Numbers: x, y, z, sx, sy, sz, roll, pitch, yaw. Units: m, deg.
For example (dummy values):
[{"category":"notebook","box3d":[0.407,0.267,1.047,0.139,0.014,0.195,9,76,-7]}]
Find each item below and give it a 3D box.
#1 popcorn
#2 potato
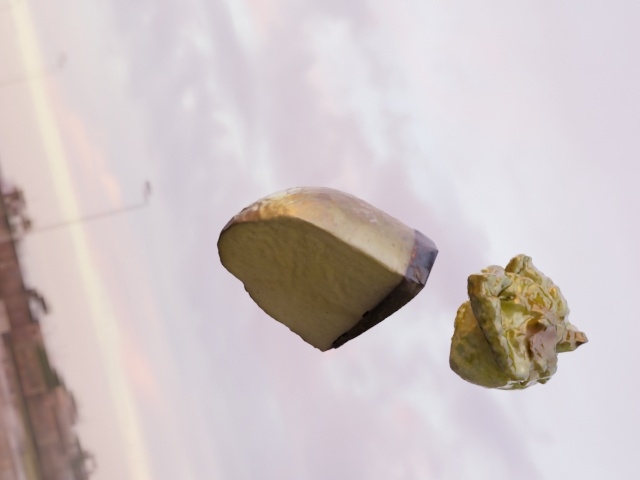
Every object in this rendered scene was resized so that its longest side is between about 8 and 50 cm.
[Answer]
[{"category":"popcorn","box3d":[0.093,0.045,0.822,0.059,0.068,0.083,53,1,31]},{"category":"potato","box3d":[0.000,0.000,0.942,0.096,0.103,0.066,-36,-156,40]}]
